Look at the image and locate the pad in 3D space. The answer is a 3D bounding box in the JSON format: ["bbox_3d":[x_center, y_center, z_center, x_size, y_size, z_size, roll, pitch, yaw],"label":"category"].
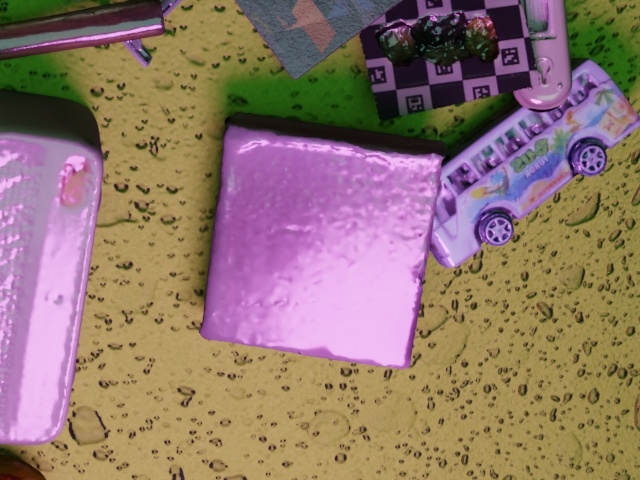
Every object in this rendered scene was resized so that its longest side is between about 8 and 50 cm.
[{"bbox_3d":[0.010,-0.320,1.638,0.211,0.003,0.143,-38,100,-2],"label":"pad"}]

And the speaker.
[{"bbox_3d":[-0.366,0.037,1.561,0.183,0.184,0.406,7,105,-17],"label":"speaker"}]

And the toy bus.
[{"bbox_3d":[0.265,-0.105,1.745,0.329,0.109,0.136,-37,104,-2],"label":"toy bus"}]

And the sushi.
[{"bbox_3d":[0.157,-0.265,1.677,0.215,0.050,0.192,-13,86,-1],"label":"sushi"}]

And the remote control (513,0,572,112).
[{"bbox_3d":[0.283,-0.278,1.687,0.078,0.042,0.222,-4,86,1],"label":"remote control"}]

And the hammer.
[{"bbox_3d":[-0.401,-0.231,1.517,0.439,0.044,0.168,-12,99,-9],"label":"hammer"}]

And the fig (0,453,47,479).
[{"bbox_3d":[-0.458,0.389,1.703,0.151,0.151,0.259,24,127,-21],"label":"fig"}]

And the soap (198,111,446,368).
[{"bbox_3d":[0.000,0.000,1.659,0.285,0.107,0.296,10,106,0],"label":"soap"}]

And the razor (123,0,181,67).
[{"bbox_3d":[-0.165,-0.312,1.589,0.211,0.036,0.084,-41,115,0],"label":"razor"}]
